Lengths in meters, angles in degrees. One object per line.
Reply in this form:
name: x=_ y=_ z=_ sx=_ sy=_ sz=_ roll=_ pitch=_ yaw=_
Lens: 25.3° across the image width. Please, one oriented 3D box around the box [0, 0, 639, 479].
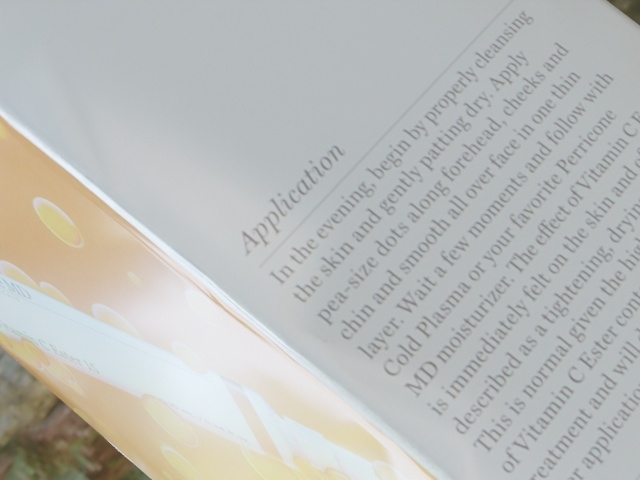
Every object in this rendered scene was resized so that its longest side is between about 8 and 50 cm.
box: x=0.000 y=0.000 z=0.515 sx=0.345 sy=0.168 sz=0.215 roll=39 pitch=155 yaw=9
